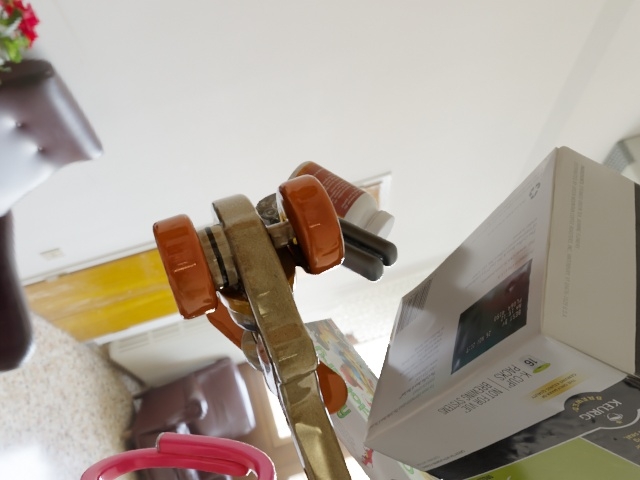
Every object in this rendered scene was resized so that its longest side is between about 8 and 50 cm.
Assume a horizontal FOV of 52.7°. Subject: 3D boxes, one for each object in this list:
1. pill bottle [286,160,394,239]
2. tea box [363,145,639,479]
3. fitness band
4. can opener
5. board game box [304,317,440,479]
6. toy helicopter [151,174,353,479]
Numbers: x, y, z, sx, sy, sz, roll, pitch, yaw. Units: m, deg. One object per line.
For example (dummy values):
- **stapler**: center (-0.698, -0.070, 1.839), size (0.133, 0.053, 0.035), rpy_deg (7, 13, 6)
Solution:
- **pill bottle**: center (0.035, -0.062, 1.303), size (0.216, 0.121, 0.121), rpy_deg (31, -21, 18)
- **tea box**: center (0.272, 0.138, 0.669), size (0.329, 0.323, 0.220), rpy_deg (-54, -169, 52)
- **fitness band**: center (-0.208, 0.358, 0.955), size (0.209, 0.290, 0.054), rpy_deg (-34, 125, -74)
- **can opener**: center (0.000, 0.000, 1.081), size (0.283, 0.076, 0.095), rpy_deg (27, -34, 31)
- **board game box**: center (0.063, 0.253, 0.971), size (0.305, 0.053, 0.193), rpy_deg (50, 12, 14)
- **toy helicopter**: center (-0.030, 0.130, 0.585), size (0.235, 0.140, 0.355), rpy_deg (129, -59, -74)
